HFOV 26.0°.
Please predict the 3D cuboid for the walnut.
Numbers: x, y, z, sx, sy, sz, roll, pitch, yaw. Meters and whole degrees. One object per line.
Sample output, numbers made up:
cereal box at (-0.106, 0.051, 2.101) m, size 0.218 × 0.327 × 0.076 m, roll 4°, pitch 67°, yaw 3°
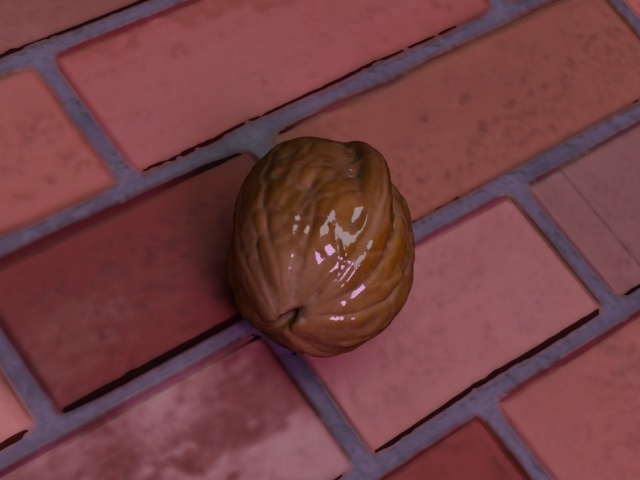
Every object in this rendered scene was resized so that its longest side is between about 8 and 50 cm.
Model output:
walnut at (0.000, 0.000, 0.713) m, size 0.105 × 0.105 × 0.124 m, roll 17°, pitch 42°, yaw -7°
